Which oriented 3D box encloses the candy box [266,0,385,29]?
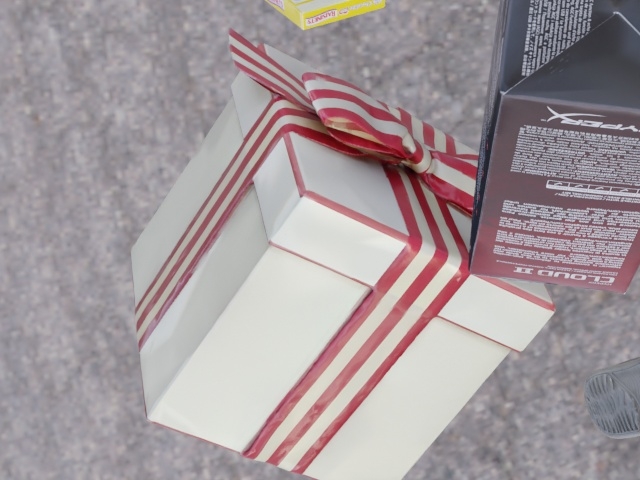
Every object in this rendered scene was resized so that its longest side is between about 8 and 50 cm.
[{"bbox_3d":[-0.023,-0.296,1.500,0.206,0.105,0.027,46,146,48],"label":"candy box"}]

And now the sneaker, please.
[{"bbox_3d":[0.320,0.110,1.083,0.222,0.118,0.083,-13,94,67],"label":"sneaker"}]

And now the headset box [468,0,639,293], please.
[{"bbox_3d":[0.159,-0.110,0.799,0.293,0.110,0.218,84,-165,-68],"label":"headset box"}]

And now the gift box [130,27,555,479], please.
[{"bbox_3d":[0.000,0.000,1.042,0.258,0.255,0.276,-53,34,25],"label":"gift box"}]
